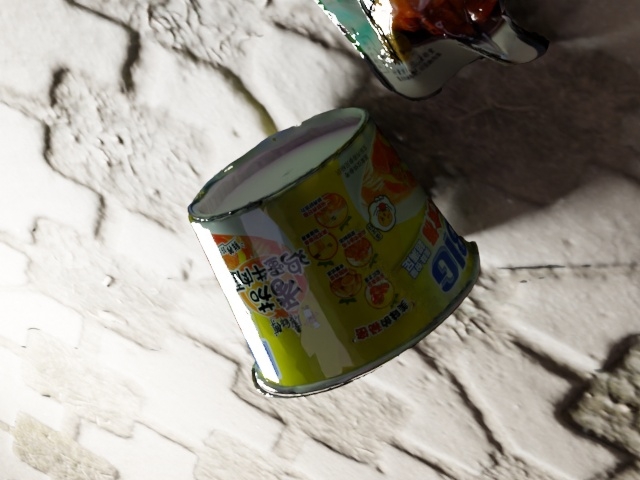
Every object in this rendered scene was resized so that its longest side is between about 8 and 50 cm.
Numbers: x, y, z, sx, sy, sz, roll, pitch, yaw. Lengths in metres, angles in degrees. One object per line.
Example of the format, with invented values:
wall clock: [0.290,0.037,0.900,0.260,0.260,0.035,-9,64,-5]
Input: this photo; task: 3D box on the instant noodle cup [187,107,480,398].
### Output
instant noodle cup: [0.000,0.000,1.111,0.205,0.205,0.153,-10,116,51]

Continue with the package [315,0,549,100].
package: [0.041,-0.189,0.956,0.166,0.040,0.232,-6,127,49]
